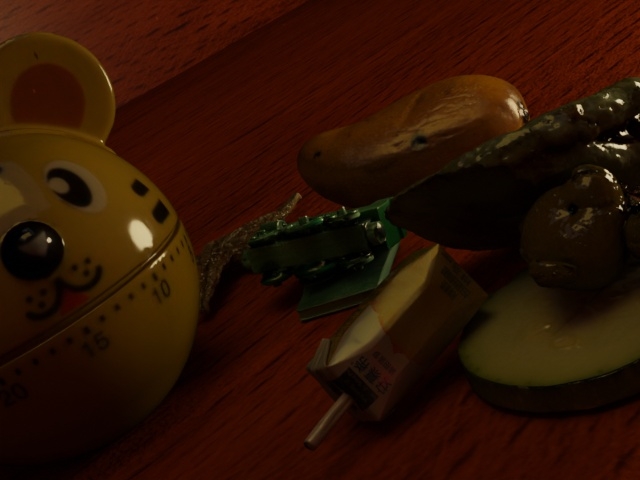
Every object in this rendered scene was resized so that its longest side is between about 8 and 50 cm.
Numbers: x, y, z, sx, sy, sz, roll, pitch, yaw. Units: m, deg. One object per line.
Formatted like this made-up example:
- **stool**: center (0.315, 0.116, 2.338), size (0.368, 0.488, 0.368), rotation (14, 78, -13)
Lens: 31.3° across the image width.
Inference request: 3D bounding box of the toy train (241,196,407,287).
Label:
- **toy train**: center (0.000, 0.000, 1.257), size (0.178, 0.071, 0.104), rotation (-12, 11, 30)

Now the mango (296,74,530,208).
- **mango**: center (0.114, -0.108, 1.395), size (0.295, 0.120, 0.177), rotation (-20, 26, 18)

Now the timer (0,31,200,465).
- **timer**: center (-0.311, 0.024, 1.145), size (0.376, 0.387, 0.376), rotation (-25, 17, 8)

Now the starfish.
- **starfish**: center (-0.131, 0.030, 1.434), size (0.295, 0.048, 0.231), rotation (-29, 19, -9)

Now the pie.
- **pie**: center (0.191, -0.061, 1.047), size (0.257, 0.105, 0.274), rotation (-8, -16, -33)

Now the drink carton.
- **drink carton**: center (0.047, 0.097, 0.945), size (0.200, 0.084, 0.074), rotation (-46, 9, -17)

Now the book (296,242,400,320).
- **book**: center (0.029, 0.040, 1.247), size (0.103, 0.017, 0.135), rotation (-17, 19, 20)

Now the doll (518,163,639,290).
- **doll**: center (0.255, -0.026, 0.896), size (0.209, 0.097, 0.137), rotation (-17, 17, 14)

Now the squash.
- **squash**: center (0.214, 0.067, 0.914), size (0.219, 0.041, 0.219), rotation (-24, 20, 10)
